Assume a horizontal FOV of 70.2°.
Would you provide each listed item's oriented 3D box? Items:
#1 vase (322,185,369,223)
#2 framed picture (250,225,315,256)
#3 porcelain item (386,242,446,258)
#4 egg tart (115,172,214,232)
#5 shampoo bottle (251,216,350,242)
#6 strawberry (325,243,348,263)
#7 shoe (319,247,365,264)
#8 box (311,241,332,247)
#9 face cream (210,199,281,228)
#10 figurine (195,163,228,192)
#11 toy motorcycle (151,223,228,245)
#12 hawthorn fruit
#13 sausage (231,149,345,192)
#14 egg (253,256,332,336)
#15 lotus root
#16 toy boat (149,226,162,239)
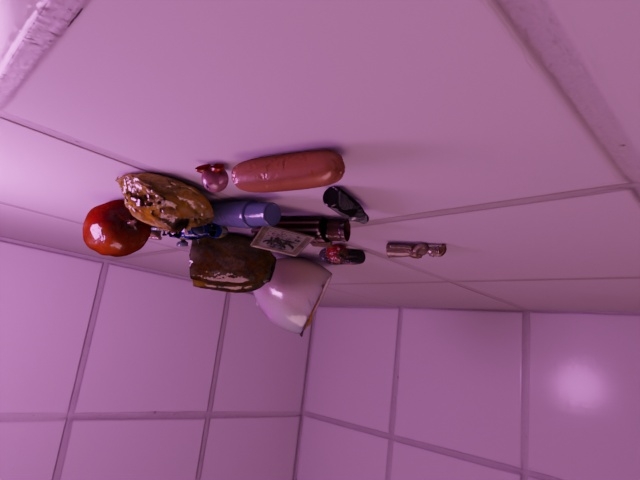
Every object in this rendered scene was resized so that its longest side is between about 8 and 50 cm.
[{"bbox_3d":[0.082,-0.089,1.268,0.059,0.060,0.211,-2,164,32],"label":"vase"},{"bbox_3d":[-0.130,0.002,1.506,0.172,0.010,0.231,13,159,-14],"label":"framed picture"},{"bbox_3d":[0.352,0.038,1.670,0.213,0.054,0.084,0,167,22],"label":"porcelain item"},{"bbox_3d":[-0.468,-0.097,1.347,0.296,0.132,0.297,11,156,5],"label":"egg tart"},{"bbox_3d":[-0.063,-0.035,1.516,0.322,0.084,0.129,0,162,23],"label":"shampoo bottle"},{"bbox_3d":[0.062,0.052,1.829,0.096,0.083,0.083,8,170,37],"label":"strawberry"},{"bbox_3d":[0.093,0.072,1.910,0.194,0.074,0.077,3,171,7],"label":"shoe"},{"bbox_3d":[0.000,0.000,1.727,0.079,0.035,0.083,4,165,12],"label":"box"},{"bbox_3d":[-0.274,-0.082,1.432,0.385,0.087,0.135,3,157,43],"label":"face cream"},{"bbox_3d":[-0.264,-0.156,1.145,0.083,0.071,0.067,7,-149,33],"label":"figurine"},{"bbox_3d":[-0.449,-0.037,1.624,0.168,0.113,0.315,-2,178,20],"label":"toy motorcycle"},{"bbox_3d":[-0.693,-0.039,1.568,0.249,0.216,0.215,-4,163,42],"label":"hawthorn fruit"},{"bbox_3d":[-0.078,-0.154,1.028,0.288,0.086,0.086,-3,164,30],"label":"sausage"},{"bbox_3d":[-0.159,0.234,2.177,0.339,0.355,0.354,26,168,6],"label":"egg"},{"bbox_3d":[-0.357,0.090,1.863,0.345,0.251,0.250,9,166,-6],"label":"lotus root"},{"bbox_3d":[-0.699,-0.057,1.790,0.115,0.061,0.188,8,167,2],"label":"toy boat"}]
